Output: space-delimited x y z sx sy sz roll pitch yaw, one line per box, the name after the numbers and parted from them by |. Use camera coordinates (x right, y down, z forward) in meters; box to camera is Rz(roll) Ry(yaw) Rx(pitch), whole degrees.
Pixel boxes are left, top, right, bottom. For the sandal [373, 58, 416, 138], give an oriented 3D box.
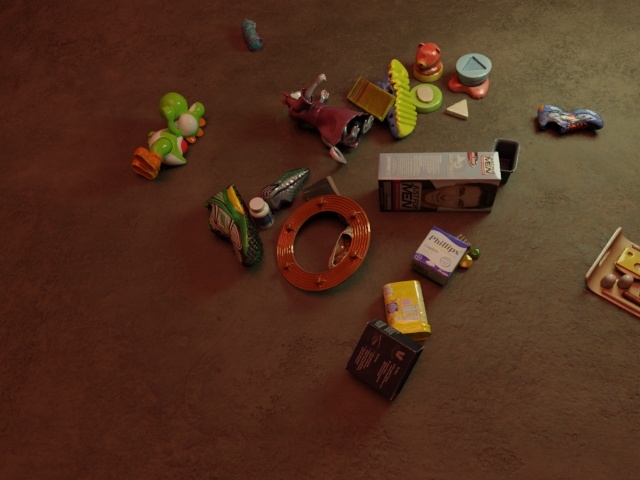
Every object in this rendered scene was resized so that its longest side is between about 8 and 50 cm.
0.273 -0.520 1.978 0.138 0.126 0.317 -23 60 39 | sandal

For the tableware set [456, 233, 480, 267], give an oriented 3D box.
0.429 0.057 1.664 0.154 0.024 0.104 -37 65 -14 | tableware set

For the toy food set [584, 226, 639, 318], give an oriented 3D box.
0.961 0.112 1.508 0.306 0.092 0.219 34 71 24 | toy food set

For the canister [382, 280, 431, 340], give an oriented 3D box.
0.256 0.212 1.570 0.126 0.073 0.169 -8 58 5 | canister

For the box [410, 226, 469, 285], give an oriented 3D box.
0.368 0.047 1.620 0.126 0.072 0.137 30 69 18 | box

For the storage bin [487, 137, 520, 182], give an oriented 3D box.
0.614 -0.266 1.779 0.098 0.091 0.135 12 62 15 | storage bin

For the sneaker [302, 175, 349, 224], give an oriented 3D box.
0.021 -0.118 1.798 0.118 0.083 0.222 -25 50 -1 | sneaker

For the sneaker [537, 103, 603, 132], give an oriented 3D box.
0.876 -0.414 1.842 0.221 0.083 0.087 13 77 22 | sneaker

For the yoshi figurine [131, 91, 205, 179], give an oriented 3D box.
-0.600 -0.426 2.001 0.204 0.203 0.362 18 61 25 | yoshi figurine

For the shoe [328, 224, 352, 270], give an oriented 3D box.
0.093 0.014 1.716 0.077 0.058 0.219 22 66 19 | shoe

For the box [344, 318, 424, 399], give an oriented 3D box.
0.179 0.329 1.466 0.158 0.093 0.155 30 102 23 | box

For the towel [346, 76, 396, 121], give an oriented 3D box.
0.188 -0.539 1.974 0.237 0.021 0.102 48 114 44 | towel

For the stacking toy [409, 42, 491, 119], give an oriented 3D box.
0.479 -0.617 1.979 0.309 0.130 0.279 16 64 17 | stacking toy

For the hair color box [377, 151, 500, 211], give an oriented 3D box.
0.380 -0.189 1.715 0.375 0.185 0.113 0 60 9 | hair color box

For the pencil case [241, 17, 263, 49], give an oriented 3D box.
-0.302 -0.907 2.302 0.070 0.064 0.151 -28 59 11 | pencil case

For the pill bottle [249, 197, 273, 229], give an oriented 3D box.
-0.205 -0.095 1.787 0.067 0.120 0.067 -4 61 7 | pill bottle

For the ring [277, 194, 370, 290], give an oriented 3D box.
0.000 0.000 1.690 0.337 0.032 0.336 -12 64 25 | ring

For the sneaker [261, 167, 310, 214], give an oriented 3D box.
-0.115 -0.180 1.864 0.083 0.098 0.224 8 36 45 | sneaker

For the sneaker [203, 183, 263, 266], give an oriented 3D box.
-0.297 -0.034 1.778 0.146 0.134 0.343 -29 51 0 | sneaker

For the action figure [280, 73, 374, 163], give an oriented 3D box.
-0.001 -0.456 1.958 0.370 0.248 0.275 23 93 19 | action figure
